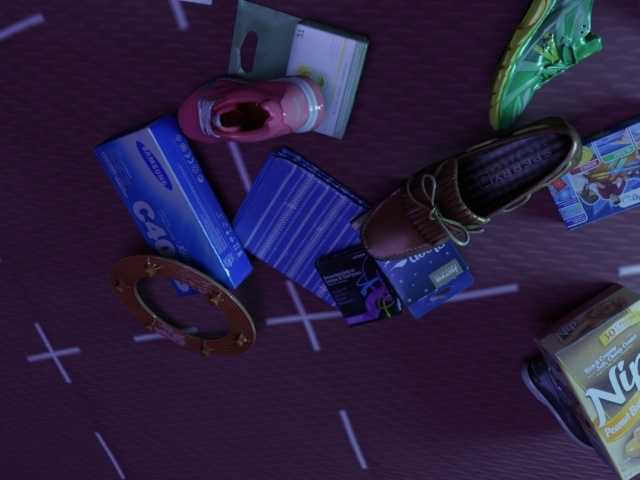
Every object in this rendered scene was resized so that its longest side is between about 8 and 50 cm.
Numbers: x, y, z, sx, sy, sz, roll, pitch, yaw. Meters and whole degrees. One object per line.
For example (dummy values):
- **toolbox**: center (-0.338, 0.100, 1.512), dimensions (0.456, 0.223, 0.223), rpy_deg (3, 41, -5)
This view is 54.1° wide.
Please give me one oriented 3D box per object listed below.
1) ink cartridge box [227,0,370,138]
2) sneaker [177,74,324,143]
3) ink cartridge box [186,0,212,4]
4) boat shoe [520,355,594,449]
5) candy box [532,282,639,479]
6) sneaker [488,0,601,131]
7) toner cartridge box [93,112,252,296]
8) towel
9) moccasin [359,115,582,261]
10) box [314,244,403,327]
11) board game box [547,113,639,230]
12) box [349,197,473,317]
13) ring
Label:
- **ink cartridge box**: center (-0.049, -0.289, 1.060), dimensions (0.234, 0.056, 0.171), rpy_deg (18, 122, 4)
- **sneaker**: center (-0.151, -0.217, 1.045), dimensions (0.313, 0.136, 0.116), rpy_deg (1, 109, 37)
- **ink cartridge box**: center (-0.283, -0.498, 1.027), dimensions (0.224, 0.056, 0.181), rpy_deg (5, 121, -8)
- **boat shoe**: center (0.488, 0.315, 1.218), dimensions (0.228, 0.081, 0.068), rpy_deg (45, 124, -8)
- **candy box**: center (0.540, 0.258, 1.131), dimensions (0.182, 0.087, 0.317), rpy_deg (-33, 108, 0)
- **sneaker**: center (0.339, -0.282, 0.918), dimensions (0.123, 0.109, 0.296), rpy_deg (27, 122, 5)
- **toner cartridge box**: center (-0.282, -0.057, 1.223), dimensions (0.165, 0.075, 0.348), rpy_deg (-11, 115, 34)
- **towel**: center (0.000, 0.000, 1.212), dimensions (0.335, 0.040, 0.243), rpy_deg (33, 122, -3)
- **moccasin**: center (0.228, -0.070, 1.000), dimensions (0.379, 0.147, 0.139), rpy_deg (-22, 89, 23)
- **box**: center (0.074, 0.089, 1.214), dimensions (0.116, 0.029, 0.162), rpy_deg (-19, 113, 25)
- **board game box**: center (0.473, -0.112, 1.015), dimensions (0.201, 0.035, 0.136), rpy_deg (-22, 109, 26)
- **box**: center (0.170, 0.023, 1.136), dimensions (0.136, 0.036, 0.225), rpy_deg (-34, 99, 7)
- **ring**: center (-0.294, 0.151, 1.316), dimensions (0.336, 0.032, 0.337), rpy_deg (16, 141, 13)
